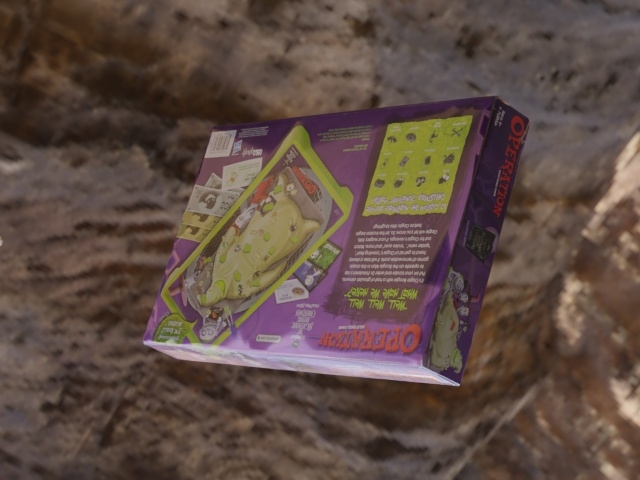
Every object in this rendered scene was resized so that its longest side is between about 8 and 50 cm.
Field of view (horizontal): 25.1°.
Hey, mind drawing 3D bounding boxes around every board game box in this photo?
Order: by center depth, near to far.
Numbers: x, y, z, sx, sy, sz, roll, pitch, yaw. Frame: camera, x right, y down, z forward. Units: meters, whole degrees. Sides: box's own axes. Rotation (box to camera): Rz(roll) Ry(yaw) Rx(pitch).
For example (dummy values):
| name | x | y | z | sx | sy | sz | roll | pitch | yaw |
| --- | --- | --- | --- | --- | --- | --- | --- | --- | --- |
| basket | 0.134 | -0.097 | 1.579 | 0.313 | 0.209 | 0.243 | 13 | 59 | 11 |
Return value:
| name | x | y | z | sx | sy | sz | roll | pitch | yaw |
| --- | --- | --- | --- | --- | --- | --- | --- | --- | --- |
| board game box | 0.000 | 0.000 | 1.133 | 0.056 | 0.208 | 0.347 | 32 | 160 | -36 |

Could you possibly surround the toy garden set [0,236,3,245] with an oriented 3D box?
| name | x | y | z | sx | sy | sz | roll | pitch | yaw |
| --- | --- | --- | --- | --- | --- | --- | --- | --- | --- |
| toy garden set | -0.421 | 0.031 | 1.517 | 0.049 | 0.204 | 0.244 | 55 | 179 | 17 |
